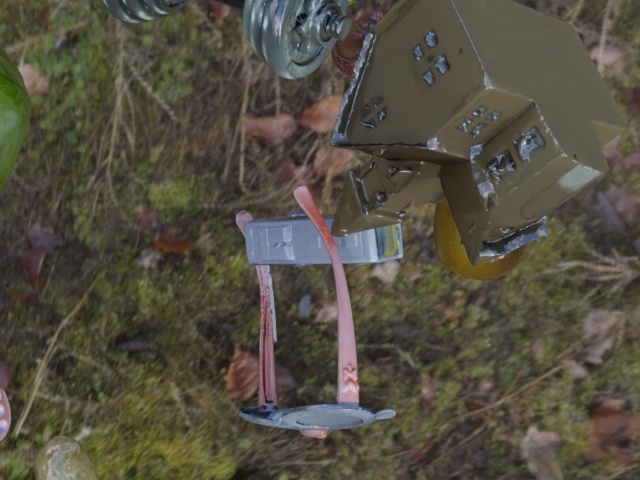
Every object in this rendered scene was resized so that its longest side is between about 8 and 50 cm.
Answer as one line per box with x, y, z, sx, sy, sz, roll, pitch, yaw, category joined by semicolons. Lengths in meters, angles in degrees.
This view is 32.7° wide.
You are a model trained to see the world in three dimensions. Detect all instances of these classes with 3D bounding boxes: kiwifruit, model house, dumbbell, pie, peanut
0.316;-0.043;2.121;0.196;0.196;0.234;2;105;-18;kiwifruit
0.091;-0.053;0.861;0.181;0.248;0.176;8;53;-39;model house
-0.137;-0.347;1.506;0.406;0.179;0.179;23;60;24;dumbbell
0.104;-0.345;1.883;0.182;0.182;0.049;-52;128;-27;pie
-0.320;0.338;1.362;0.089;0.089;0.192;3;93;-18;peanut

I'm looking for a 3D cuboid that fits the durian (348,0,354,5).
-0.027;-0.407;1.749;0.146;0.102;0.208;27;61;26;durian

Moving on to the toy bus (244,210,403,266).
0.000;0.000;1.224;0.075;0.190;0.064;-16;101;-54;toy bus

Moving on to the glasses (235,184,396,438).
-0.012;0.086;1.226;0.118;0.234;0.268;4;80;-23;glasses

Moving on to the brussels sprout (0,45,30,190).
-0.552;-0.160;1.408;0.355;0.281;0.289;15;20;10;brussels sprout

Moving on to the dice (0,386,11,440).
-0.542;0.272;1.687;0.094;0.091;0.093;-35;118;-65;dice
